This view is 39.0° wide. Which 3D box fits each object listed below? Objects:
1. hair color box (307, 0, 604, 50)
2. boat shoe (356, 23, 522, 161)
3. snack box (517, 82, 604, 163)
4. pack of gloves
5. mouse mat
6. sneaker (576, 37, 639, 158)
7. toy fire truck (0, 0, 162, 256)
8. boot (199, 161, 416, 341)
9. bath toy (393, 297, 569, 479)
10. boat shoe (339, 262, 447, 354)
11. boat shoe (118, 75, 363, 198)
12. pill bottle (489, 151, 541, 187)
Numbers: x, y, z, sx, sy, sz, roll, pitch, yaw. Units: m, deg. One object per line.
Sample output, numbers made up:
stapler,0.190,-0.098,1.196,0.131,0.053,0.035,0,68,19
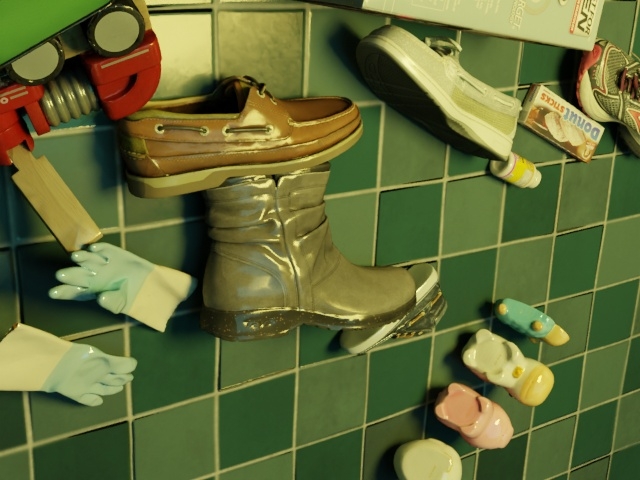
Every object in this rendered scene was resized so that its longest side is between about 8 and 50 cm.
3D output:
hair color box,0.154,-0.316,1.099,0.374,0.185,0.114,-1,107,-35
boat shoe,0.167,-0.206,1.201,0.320,0.118,0.103,27,85,-42
snack box,0.376,-0.181,1.410,0.178,0.022,0.064,22,92,-38
pack of gloves,-0.242,0.108,1.016,0.195,0.046,0.232,-57,151,1
mouse mat,-0.297,-0.237,0.828,0.152,0.190,0.007,-36,157,-19
sneaker,0.508,-0.225,1.419,0.299,0.112,0.121,27,78,-36
toy fire truck,-0.259,-0.130,0.917,0.217,0.158,0.246,-23,141,-13
boot,0.000,0.000,1.163,0.338,0.118,0.223,-6,105,-38
bath toy,0.253,0.265,1.434,0.348,0.151,0.129,-54,163,-5
boat shoe,0.113,0.120,1.311,0.183,0.065,0.083,-40,124,-18
boat shoe,-0.082,-0.136,1.049,0.307,0.110,0.104,-19,118,-28
pill bottle,0.298,-0.106,1.369,0.083,0.043,0.043,20,95,-39
